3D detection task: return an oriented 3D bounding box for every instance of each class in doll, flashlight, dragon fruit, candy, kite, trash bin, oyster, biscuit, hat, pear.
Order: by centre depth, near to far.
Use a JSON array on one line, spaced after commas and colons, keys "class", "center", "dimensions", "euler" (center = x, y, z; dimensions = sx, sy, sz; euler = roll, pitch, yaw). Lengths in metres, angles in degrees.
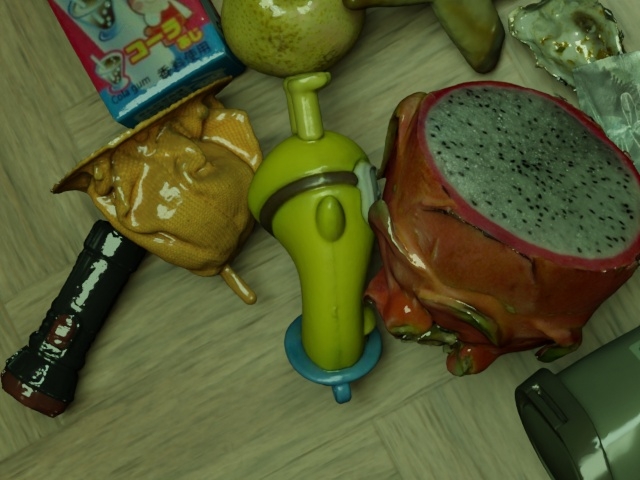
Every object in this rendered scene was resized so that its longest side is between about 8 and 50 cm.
[{"class": "trash bin", "center": [0.356, 0.195, 1.765], "dimensions": [0.250, 0.220, 0.219], "euler": [-34, 116, 0]}, {"class": "dragon fruit", "center": [0.176, 0.001, 1.805], "dimensions": [0.305, 0.305, 0.226], "euler": [38, 131, 13]}, {"class": "doll", "center": [0.000, 0.000, 1.873], "dimensions": [0.145, 0.199, 0.363], "euler": [-8, 95, -3]}, {"class": "kite", "center": [0.438, -0.158, 1.878], "dimensions": [0.310, 0.015, 0.169], "euler": [-20, 96, 7]}, {"class": "biscuit", "center": [0.134, -0.293, 1.901], "dimensions": [0.208, 0.047, 0.164], "euler": [24, 88, -25]}, {"class": "oyster", "center": [0.285, -0.216, 1.907], "dimensions": [0.103, 0.051, 0.148], "euler": [-37, 83, 11]}, {"class": "hat", "center": [-0.140, -0.024, 1.922], "dimensions": [0.233, 0.244, 0.233], "euler": [-33, 92, 16]}, {"class": "pear", "center": [-0.034, -0.264, 1.927], "dimensions": [0.178, 0.178, 0.178], "euler": [-1, 85, 13]}, {"class": "flashlight", "center": [-0.281, 0.086, 1.992], "dimensions": [0.093, 0.093, 0.232], "euler": [30, 91, 14]}, {"class": "candy", "center": [-0.230, -0.295, 2.009], "dimensions": [0.157, 0.100, 0.306], "euler": [-31, 78, 9]}]
